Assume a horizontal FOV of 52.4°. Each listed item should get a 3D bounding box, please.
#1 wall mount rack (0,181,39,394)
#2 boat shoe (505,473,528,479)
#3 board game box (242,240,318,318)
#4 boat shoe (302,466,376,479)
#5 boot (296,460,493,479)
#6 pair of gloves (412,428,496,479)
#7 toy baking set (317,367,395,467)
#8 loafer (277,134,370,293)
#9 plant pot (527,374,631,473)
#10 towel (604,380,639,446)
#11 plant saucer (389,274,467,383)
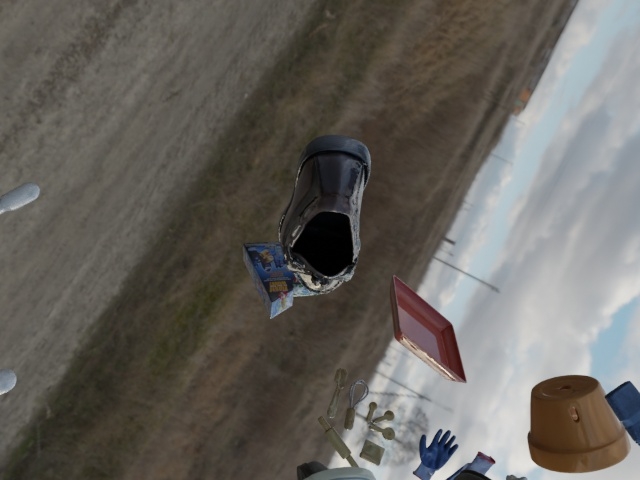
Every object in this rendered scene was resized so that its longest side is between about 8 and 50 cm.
[{"bbox_3d":[-0.367,0.112,0.614,0.304,0.130,0.350,-55,-143,39],"label":"wall mount rack"},{"bbox_3d":[0.504,0.637,1.720,0.100,0.035,0.035,-48,-135,42],"label":"boat shoe"},{"bbox_3d":[-0.076,0.087,1.511,0.194,0.194,0.060,-103,-166,-44],"label":"board game box"},{"bbox_3d":[-0.030,0.340,0.755,0.081,0.227,0.079,-124,-160,-55],"label":"boat shoe"},{"bbox_3d":[0.135,0.396,0.932,0.223,0.338,0.118,-24,125,-30],"label":"boot"},{"bbox_3d":[0.325,0.559,1.614,0.159,0.198,0.023,-61,172,16],"label":"pair of gloves"},{"bbox_3d":[0.091,0.478,1.739,0.197,0.256,0.030,-36,170,-35],"label":"toy baking set"},{"bbox_3d":[0.000,0.000,0.795,0.302,0.109,0.095,99,-5,-58],"label":"loafer"},{"bbox_3d":[0.753,0.532,1.946,0.291,0.291,0.203,-29,105,-74],"label":"plant pot"},{"bbox_3d":[0.625,0.345,1.296,0.067,0.119,0.029,-32,172,-5],"label":"towel"},{"bbox_3d":[0.280,0.248,1.774,0.048,0.258,0.259,-42,-159,23],"label":"plant saucer"}]
